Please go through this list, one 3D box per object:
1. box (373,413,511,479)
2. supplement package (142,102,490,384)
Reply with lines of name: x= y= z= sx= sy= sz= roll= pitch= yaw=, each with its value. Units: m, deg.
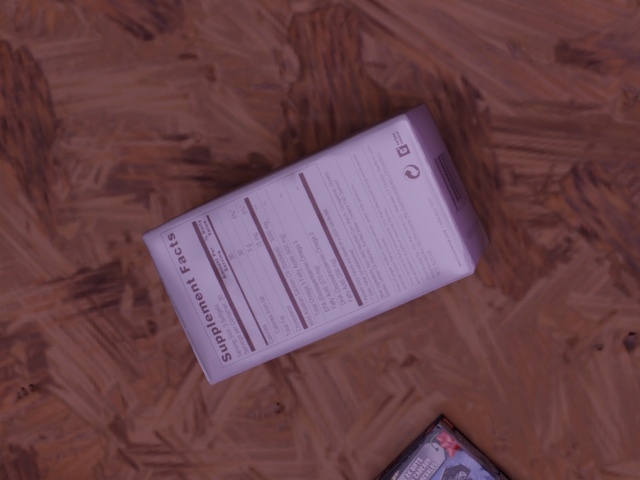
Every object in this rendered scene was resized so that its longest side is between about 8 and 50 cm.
box: x=0.065 y=0.194 z=1.014 sx=0.094 sy=0.027 sz=0.137 roll=44 pitch=104 yaw=0
supplement package: x=0.000 y=0.000 z=0.954 sx=0.179 sy=0.105 sz=0.105 roll=-24 pitch=94 yaw=14
